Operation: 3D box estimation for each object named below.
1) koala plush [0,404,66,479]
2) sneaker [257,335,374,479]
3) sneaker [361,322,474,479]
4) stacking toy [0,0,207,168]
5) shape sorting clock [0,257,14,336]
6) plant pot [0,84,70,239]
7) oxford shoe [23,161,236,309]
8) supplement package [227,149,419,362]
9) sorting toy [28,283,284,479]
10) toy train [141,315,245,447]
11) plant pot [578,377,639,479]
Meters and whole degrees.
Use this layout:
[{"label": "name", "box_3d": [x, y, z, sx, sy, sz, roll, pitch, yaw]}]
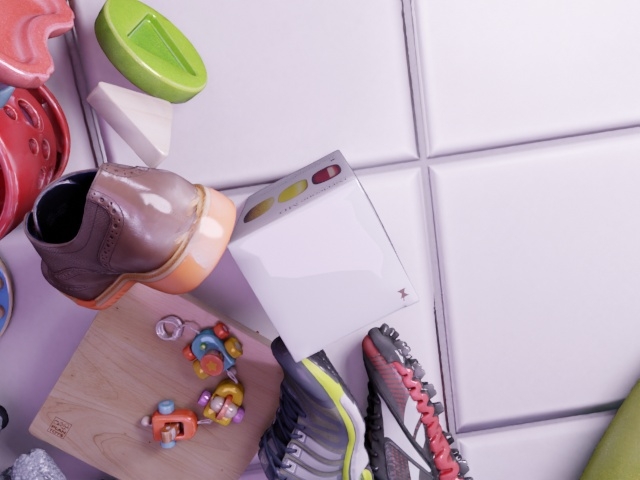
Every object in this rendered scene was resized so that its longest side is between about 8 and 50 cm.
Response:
[{"label": "koala plush", "box_3d": [-0.456, 0.269, 0.726, 0.196, 0.203, 0.221, -37, 75, 48]}, {"label": "sneaker", "box_3d": [-0.017, 0.227, 0.691, 0.121, 0.111, 0.299, -24, 127, -13]}, {"label": "sneaker", "box_3d": [0.100, 0.245, 0.788, 0.135, 0.097, 0.275, -23, 105, 1]}, {"label": "stacking toy", "box_3d": [-0.271, -0.185, 0.589, 0.130, 0.308, 0.280, -37, 119, 26]}, {"label": "shape sorting clock", "box_3d": [-0.499, 0.067, 0.750, 0.207, 0.040, 0.206, 0, 105, -2]}, {"label": "plant pot", "box_3d": [-0.374, -0.100, 0.632, 0.191, 0.174, 0.191, 2, 115, 4]}, {"label": "oxford shoe", "box_3d": [-0.232, -0.014, 0.604, 0.133, 0.364, 0.129, 31, 62, -32]}, {"label": "supplement package", "box_3d": [0.000, 0.000, 0.647, 0.139, 0.244, 0.133, -28, 104, 4]}, {"label": "sorting toy", "box_3d": [-0.187, 0.188, 0.768, 0.257, 0.089, 0.255, 32, 101, -9]}, {"label": "toy train", "box_3d": [-0.151, 0.176, 0.695, 0.125, 0.046, 0.166, 3, 104, -4]}, {"label": "plant pot", "box_3d": [0.485, 0.277, 0.749, 0.275, 0.275, 0.293, 17, 87, -6]}]
